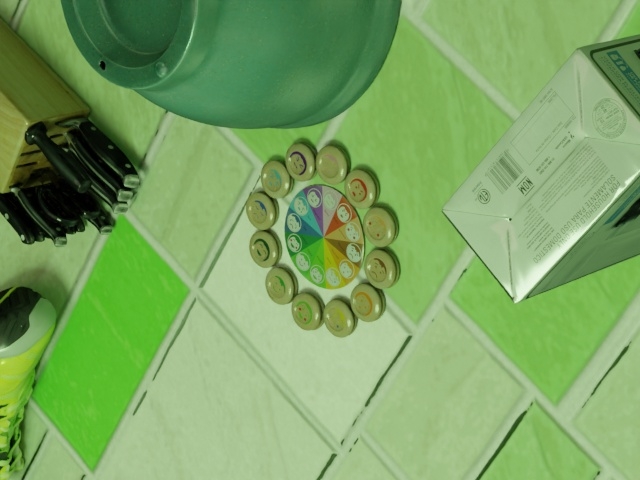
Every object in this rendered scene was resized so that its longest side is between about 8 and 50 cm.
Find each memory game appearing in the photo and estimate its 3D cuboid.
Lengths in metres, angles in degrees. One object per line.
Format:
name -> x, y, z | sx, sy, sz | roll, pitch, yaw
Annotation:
memory game -> 0.000, 0.000, 1.743 | 0.186, 0.012, 0.186 | 12, 108, 40

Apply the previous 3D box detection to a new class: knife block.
knife block -> -0.298, -0.130, 1.927 | 0.242, 0.088, 0.276 | -6, 96, 42

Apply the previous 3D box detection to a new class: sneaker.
sneaker -> -0.375, 0.197, 2.075 | 0.147, 0.145, 0.385 | 36, 126, -7

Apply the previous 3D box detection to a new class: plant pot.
plant pot -> -0.102, -0.230, 1.650 | 0.293, 0.196, 0.293 | 12, 108, 39

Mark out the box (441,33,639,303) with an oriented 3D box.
box -> 0.237, -0.067, 1.324 | 0.087, 0.290, 0.169 | 52, 128, 17
